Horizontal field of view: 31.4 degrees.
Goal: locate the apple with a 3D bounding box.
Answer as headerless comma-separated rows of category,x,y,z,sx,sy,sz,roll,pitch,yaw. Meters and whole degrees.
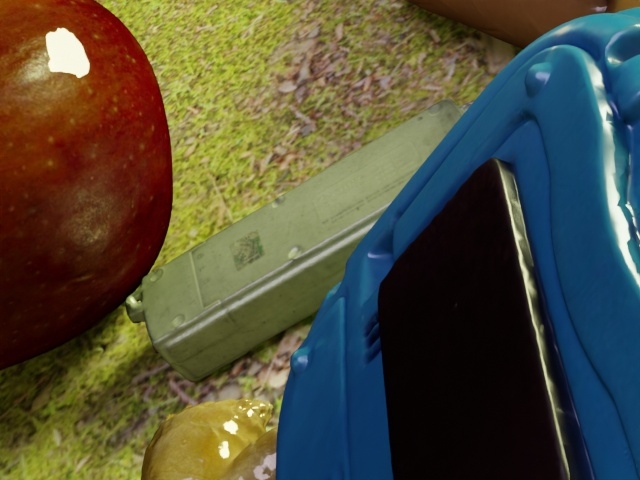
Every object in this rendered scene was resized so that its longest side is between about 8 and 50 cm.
apple,-0.247,-0.045,0.765,0.317,0.288,0.288,-31,33,-33

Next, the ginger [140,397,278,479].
ginger,-0.097,0.214,0.597,0.118,0.065,0.299,4,58,46

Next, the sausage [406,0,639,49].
sausage,0.131,-0.197,0.772,0.121,0.121,0.304,-44,39,-7

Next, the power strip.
power strip,0.000,0.000,0.737,0.272,0.052,0.078,-30,40,8

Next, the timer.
timer,0.088,0.083,0.453,0.309,0.115,0.340,-51,28,36
